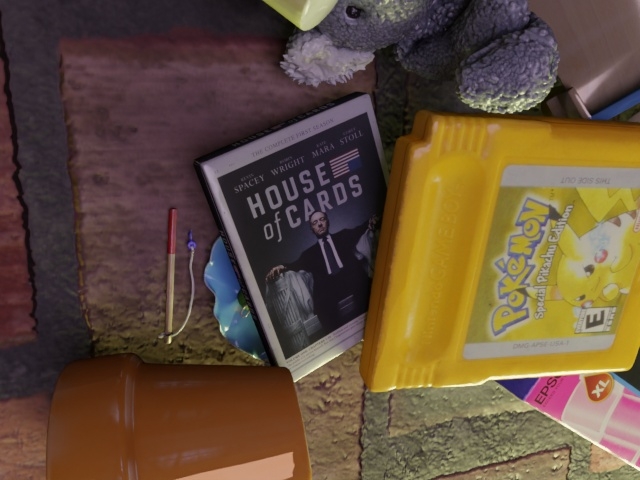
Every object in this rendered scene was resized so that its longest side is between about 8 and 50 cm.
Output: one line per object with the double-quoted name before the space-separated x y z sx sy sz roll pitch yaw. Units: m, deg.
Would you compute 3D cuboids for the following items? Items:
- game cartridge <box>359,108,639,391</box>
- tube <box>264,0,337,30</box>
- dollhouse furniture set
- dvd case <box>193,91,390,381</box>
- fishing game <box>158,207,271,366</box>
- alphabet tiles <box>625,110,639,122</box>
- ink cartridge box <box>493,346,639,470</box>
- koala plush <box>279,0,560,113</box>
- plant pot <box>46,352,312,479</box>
"game cartridge" 0.212 0.018 0.636 0.324 0.052 0.285 -1 113 -19
"tube" -0.086 -0.257 0.479 0.240 0.062 0.070 41 47 5
"dollhouse furniture set" 0.316 -0.311 0.664 0.303 0.198 0.286 -32 95 23
"dvd case" 0.000 0.000 0.608 0.179 0.030 0.238 -28 116 -22
"fishing game" -0.027 0.043 0.643 0.264 0.041 0.189 2 102 -22
"alphabet tiles" 0.504 -0.127 0.661 0.285 0.342 0.011 -35 150 -2
"ink cartridge box" 0.355 0.161 0.823 0.371 0.069 0.175 32 92 -24
"koala plush" 0.075 -0.215 0.553 0.221 0.203 0.196 1 103 0
"plant pot" -0.108 0.191 0.543 0.188 0.205 0.205 -8 109 -8
